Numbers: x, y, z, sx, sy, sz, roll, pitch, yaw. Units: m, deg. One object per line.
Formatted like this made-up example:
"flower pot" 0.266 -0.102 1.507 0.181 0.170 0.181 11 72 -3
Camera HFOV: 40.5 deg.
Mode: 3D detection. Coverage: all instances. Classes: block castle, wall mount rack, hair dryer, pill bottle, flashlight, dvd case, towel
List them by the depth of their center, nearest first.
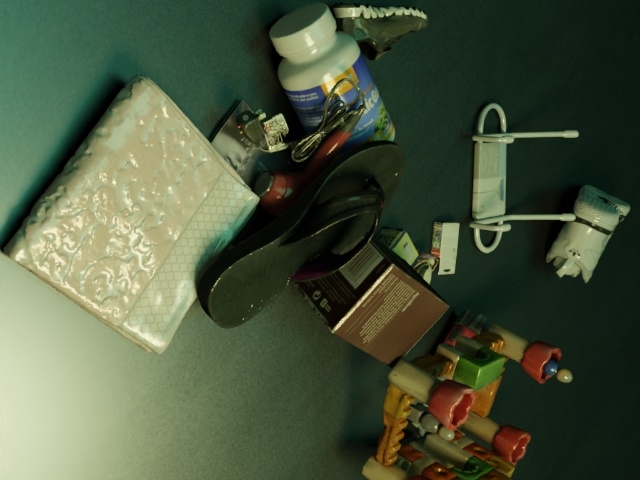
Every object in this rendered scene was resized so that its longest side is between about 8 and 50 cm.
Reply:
"towel" -0.270 -0.030 1.342 0.317 0.053 0.332 46 69 -39
"dvd case" -0.148 -0.105 1.492 0.164 0.018 0.221 50 62 -38
"hair dryer" -0.009 -0.120 1.493 0.223 0.080 0.294 -16 132 -3
"pill bottle" 0.017 -0.272 1.536 0.152 0.152 0.272 -49 128 -28
"block castle" 0.310 0.367 1.750 0.453 0.212 0.303 -9 119 -51
"flashlight" 0.279 0.298 1.932 0.304 0.103 0.103 -52 168 -22
"wall mount rack" 0.468 -0.144 2.024 0.304 0.130 0.350 -10 104 -44

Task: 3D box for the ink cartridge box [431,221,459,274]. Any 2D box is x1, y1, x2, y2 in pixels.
"ink cartridge box" 0.275 0.016 1.928 0.062 0.029 0.115 -1 98 -45

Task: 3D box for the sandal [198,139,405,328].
"sandal" 0.000 0.002 1.462 0.445 0.107 0.168 -41 138 -17

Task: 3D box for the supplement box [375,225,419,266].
"supplement box" 0.147 0.030 1.782 0.083 0.056 0.083 -51 128 -27

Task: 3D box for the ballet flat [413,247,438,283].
"ballet flat" 0.176 0.106 1.807 0.221 0.079 0.077 -54 130 -25

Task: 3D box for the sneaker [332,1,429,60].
"sneaker" 0.116 -0.400 1.672 0.234 0.078 0.106 -10 106 -40

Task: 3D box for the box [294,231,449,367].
"box" 0.094 0.100 1.625 0.167 0.168 0.203 -49 133 6

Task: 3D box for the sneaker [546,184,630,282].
"sneaker" 0.691 -0.020 2.265 0.366 0.137 0.210 -22 139 -64
